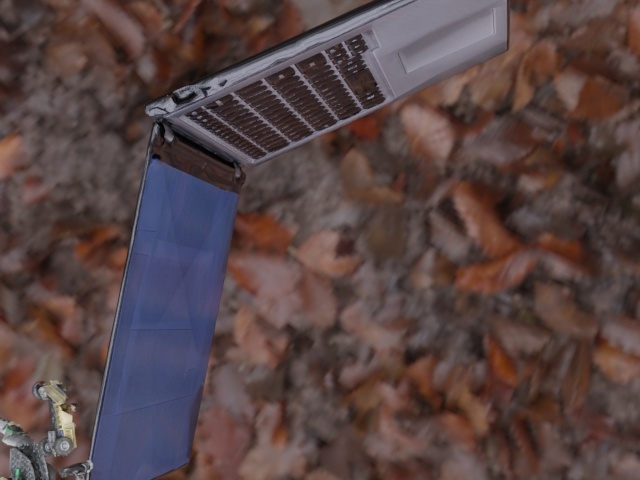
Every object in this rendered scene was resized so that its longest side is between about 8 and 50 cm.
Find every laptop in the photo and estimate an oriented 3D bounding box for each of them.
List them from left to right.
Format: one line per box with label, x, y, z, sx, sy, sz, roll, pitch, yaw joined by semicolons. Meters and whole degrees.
laptop;0.000;0.000;1.286;0.408;0.382;0.236;-24;86;4

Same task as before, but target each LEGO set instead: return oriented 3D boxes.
LEGO set;-0.080;0.072;0.491;0.083;0.023;0.054;-28;71;53
